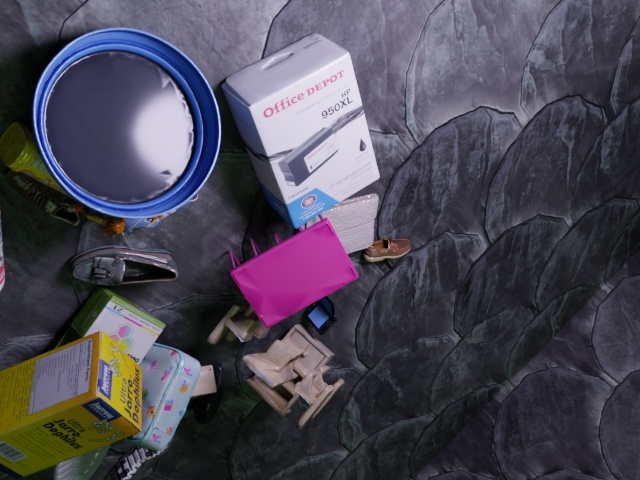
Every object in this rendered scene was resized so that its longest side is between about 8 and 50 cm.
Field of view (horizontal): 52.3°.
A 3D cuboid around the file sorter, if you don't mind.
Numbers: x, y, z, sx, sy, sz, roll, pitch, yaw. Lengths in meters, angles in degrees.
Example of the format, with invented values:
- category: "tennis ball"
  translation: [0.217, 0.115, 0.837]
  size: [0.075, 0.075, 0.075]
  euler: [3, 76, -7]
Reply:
- category: "file sorter"
  translation: [-0.084, 0.057, 1.802]
  size: [0.291, 0.182, 0.202]
  euler: [-29, 118, -1]

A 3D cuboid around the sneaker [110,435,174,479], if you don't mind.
- category: "sneaker"
  translation: [-0.546, 0.693, 2.073]
  size: [0.234, 0.078, 0.106]
  euler: [-40, 139, 1]

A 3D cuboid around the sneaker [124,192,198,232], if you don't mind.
- category: "sneaker"
  translation: [-0.404, -0.083, 1.603]
  size: [0.211, 0.080, 0.081]
  euler: [-17, 137, -13]

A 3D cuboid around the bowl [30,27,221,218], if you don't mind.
- category: "bowl"
  translation: [-0.402, -0.239, 1.365]
  size: [0.391, 0.077, 0.391]
  euler: [-1, 91, -35]

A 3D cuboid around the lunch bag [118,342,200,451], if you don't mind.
- category: "lunch bag"
  translation: [-0.473, 0.422, 1.780]
  size: [0.108, 0.224, 0.279]
  euler: [48, 58, -49]

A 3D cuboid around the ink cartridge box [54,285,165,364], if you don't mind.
- category: "ink cartridge box"
  translation: [-0.558, 0.272, 1.686]
  size: [0.189, 0.097, 0.255]
  euler: [40, 79, -42]

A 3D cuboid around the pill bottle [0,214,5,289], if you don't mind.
- category: "pill bottle"
  translation: [-0.756, 0.032, 1.355]
  size: [0.176, 0.176, 0.318]
  euler: [-8, 126, -31]

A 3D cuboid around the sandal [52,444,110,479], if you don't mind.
- category: "sandal"
  translation: [-0.668, 0.509, 1.838]
  size: [0.169, 0.102, 0.416]
  euler: [4, 107, -54]

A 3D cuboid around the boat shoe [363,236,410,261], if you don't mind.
- category: "boat shoe"
  translation: [0.224, 0.022, 2.135]
  size: [0.178, 0.064, 0.060]
  euler: [-12, 130, -26]

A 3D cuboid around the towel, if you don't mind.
- category: "towel"
  translation: [0.053, -0.035, 1.981]
  size: [0.282, 0.049, 0.187]
  euler: [-16, 130, -27]

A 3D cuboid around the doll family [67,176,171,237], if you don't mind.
- category: "doll family"
  translation: [-0.435, -0.087, 1.489]
  size: [0.263, 0.163, 0.118]
  euler: [-27, 129, -24]

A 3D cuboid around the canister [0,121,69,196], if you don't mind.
- category: "canister"
  translation: [-0.577, -0.163, 1.377]
  size: [0.073, 0.126, 0.170]
  euler: [-49, 137, 5]

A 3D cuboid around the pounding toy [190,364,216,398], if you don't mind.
- category: "pounding toy"
  translation: [-0.444, 0.431, 1.930]
  size: [0.206, 0.094, 0.181]
  euler: [-2, 164, -35]

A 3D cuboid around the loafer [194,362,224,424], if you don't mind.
- category: "loafer"
  translation: [-0.345, 0.479, 2.066]
  size: [0.078, 0.076, 0.223]
  euler: [-26, 136, -61]

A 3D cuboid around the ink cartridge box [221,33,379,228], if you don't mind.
- category: "ink cartridge box"
  translation: [-0.039, -0.272, 1.653]
  size: [0.285, 0.166, 0.395]
  euler: [-32, 134, -13]

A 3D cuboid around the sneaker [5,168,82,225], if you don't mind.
- category: "sneaker"
  translation: [-0.604, -0.097, 1.444]
  size: [0.066, 0.071, 0.188]
  euler: [-48, 136, 4]

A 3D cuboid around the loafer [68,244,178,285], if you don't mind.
- category: "loafer"
  translation: [-0.488, 0.069, 1.641]
  size: [0.268, 0.084, 0.096]
  euler: [-3, 123, -34]

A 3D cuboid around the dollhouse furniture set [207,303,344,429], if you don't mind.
- category: "dollhouse furniture set"
  translation: [-0.140, 0.403, 1.964]
  size: [0.256, 0.362, 0.394]
  euler: [-52, 165, 5]

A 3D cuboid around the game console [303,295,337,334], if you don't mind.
- category: "game console"
  translation: [-0.006, 0.220, 2.074]
  size: [0.107, 0.122, 0.071]
  euler: [-47, 135, 3]

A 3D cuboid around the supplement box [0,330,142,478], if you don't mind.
- category: "supplement box"
  translation: [-0.642, 0.405, 1.596]
  size: [0.357, 0.194, 0.195]
  euler: [-22, 134, 7]
